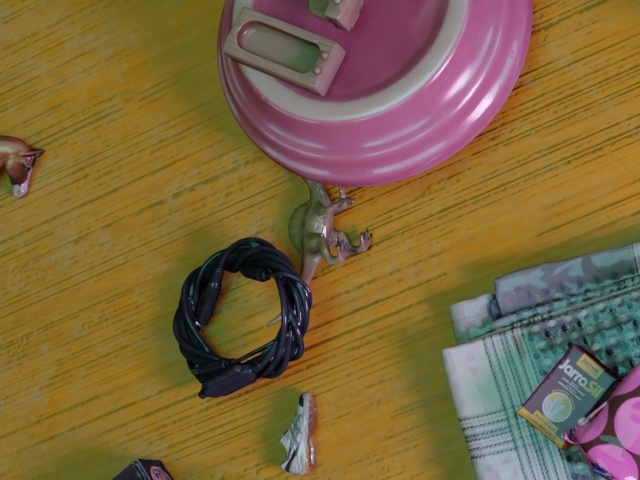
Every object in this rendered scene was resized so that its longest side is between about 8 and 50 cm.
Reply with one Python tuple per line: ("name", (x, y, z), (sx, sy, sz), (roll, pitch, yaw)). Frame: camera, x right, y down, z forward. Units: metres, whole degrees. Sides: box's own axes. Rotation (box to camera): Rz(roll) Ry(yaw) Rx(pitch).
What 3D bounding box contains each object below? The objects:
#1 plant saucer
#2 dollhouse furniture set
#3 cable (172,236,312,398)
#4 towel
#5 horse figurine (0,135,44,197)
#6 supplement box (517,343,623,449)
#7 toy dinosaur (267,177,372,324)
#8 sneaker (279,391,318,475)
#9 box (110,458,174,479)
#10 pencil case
("plant saucer", (0.041, -0.221, 1.810), (0.332, 0.084, 0.332), (-7, 71, 20))
("dollhouse furniture set", (-0.042, -0.247, 1.736), (0.144, 0.123, 0.151), (24, 84, 27))
("cable", (-0.075, 0.072, 1.848), (0.184, 0.047, 0.151), (-31, 57, 38))
("towel", (0.285, 0.163, 1.696), (0.312, 0.056, 0.324), (-18, 75, 19))
("horse figurine", (-0.450, -0.063, 2.025), (0.263, 0.066, 0.174), (21, 96, 21))
("supplement box", (0.230, 0.144, 1.674), (0.055, 0.043, 0.083), (40, 96, 20))
("toy dinosaur", (0.000, 0.000, 1.848), (0.092, 0.053, 0.183), (6, 89, 40))
("sneaker", (-0.024, 0.193, 1.831), (0.037, 0.032, 0.083), (1, 82, 22))
("box", (-0.217, 0.389, 1.867), (0.270, 0.060, 0.216), (-39, 71, 13))
("pencil case", (0.314, 0.128, 1.620), (0.098, 0.095, 0.209), (39, 94, 4))
